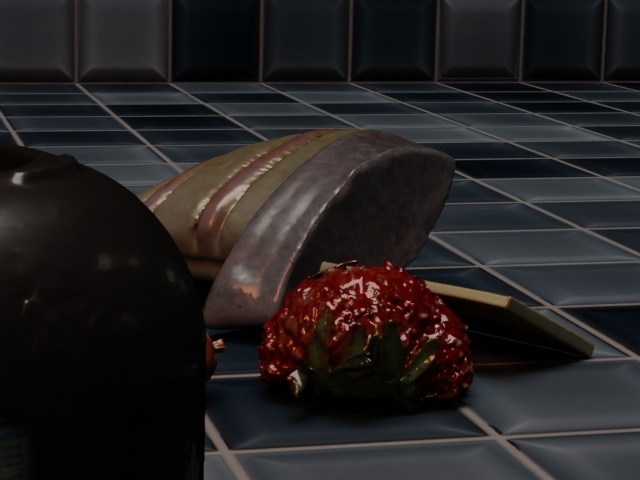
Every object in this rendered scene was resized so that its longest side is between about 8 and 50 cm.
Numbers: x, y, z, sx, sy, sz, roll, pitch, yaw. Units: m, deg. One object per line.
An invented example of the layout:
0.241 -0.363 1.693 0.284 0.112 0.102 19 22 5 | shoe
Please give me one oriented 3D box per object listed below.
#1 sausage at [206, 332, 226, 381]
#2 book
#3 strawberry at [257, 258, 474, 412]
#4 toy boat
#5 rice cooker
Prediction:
-0.197 0.090 1.029 0.348 0.053 0.053 -8 14 -39 | sausage
0.097 0.049 1.271 0.172 0.012 0.118 10 -12 41 | book
0.036 0.058 1.157 0.192 0.085 0.140 -5 10 -40 | strawberry
-0.038 -0.028 1.418 0.276 0.111 0.293 -31 32 -26 | toy boat
-0.170 0.077 0.641 0.267 0.224 0.267 1 12 0 | rice cooker
